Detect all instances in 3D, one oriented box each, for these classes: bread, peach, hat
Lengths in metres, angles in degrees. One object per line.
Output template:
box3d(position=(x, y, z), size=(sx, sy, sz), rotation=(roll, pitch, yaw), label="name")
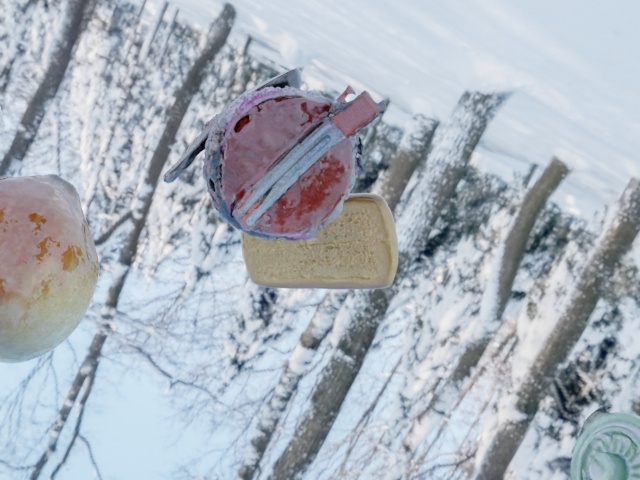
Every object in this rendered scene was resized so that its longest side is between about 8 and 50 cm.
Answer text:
box3d(position=(0.000, 0.000, 0.817), size=(0.201, 0.115, 0.077), rotation=(-1, -168, 24), label="bread")
box3d(position=(-0.367, 0.022, 0.809), size=(0.233, 0.232, 0.232), rotation=(26, -171, -4), label="peach")
box3d(position=(-0.054, -0.091, 0.592), size=(0.129, 0.140, 0.227), rotation=(22, -170, -31), label="hat")

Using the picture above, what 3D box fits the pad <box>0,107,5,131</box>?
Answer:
box3d(position=(-0.548, -0.182, 0.901), size=(0.004, 0.156, 0.232), rotation=(20, -142, 40), label="pad")

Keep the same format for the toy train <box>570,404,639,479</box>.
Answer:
box3d(position=(0.296, 0.279, 0.518), size=(0.174, 0.307, 0.249), rotation=(18, -171, -22), label="toy train")
